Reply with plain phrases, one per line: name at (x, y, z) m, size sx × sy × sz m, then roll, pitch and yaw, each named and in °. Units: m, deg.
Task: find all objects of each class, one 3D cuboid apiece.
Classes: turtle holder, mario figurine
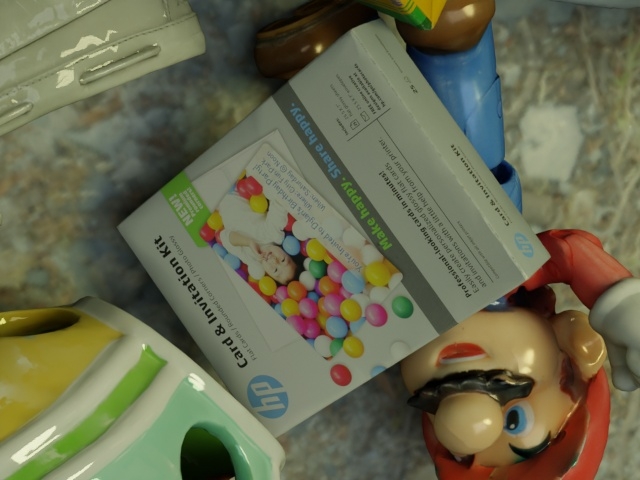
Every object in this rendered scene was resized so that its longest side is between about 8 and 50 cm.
turtle holder at (-0.162, 0.133, 0.647) m, size 0.320 × 0.243 × 0.227 m, roll 41°, pitch 75°, yaw -6°
mario figurine at (0.072, 0.023, 0.714) m, size 0.170 × 0.198 × 0.320 m, roll -29°, pitch 109°, yaw -24°

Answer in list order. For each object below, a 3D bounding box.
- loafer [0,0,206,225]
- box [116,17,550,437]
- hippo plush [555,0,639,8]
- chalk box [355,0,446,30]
loafer at (-0.198, -0.044, 0.638) m, size 0.319 × 0.112 × 0.111 m, roll -37°, pitch 105°, yaw -8°
box at (0.000, 0.000, 0.674) m, size 0.186 × 0.038 × 0.145 m, roll -35°, pitch 88°, yaw 34°
hippo plush at (0.323, -0.131, 0.705) m, size 0.294 × 0.234 × 0.236 m, roll -46°, pitch 135°, yaw 1°
chalk box at (-0.026, -0.210, 0.616) m, size 0.132 × 0.213 × 0.132 m, roll -63°, pitch 159°, yaw 0°
